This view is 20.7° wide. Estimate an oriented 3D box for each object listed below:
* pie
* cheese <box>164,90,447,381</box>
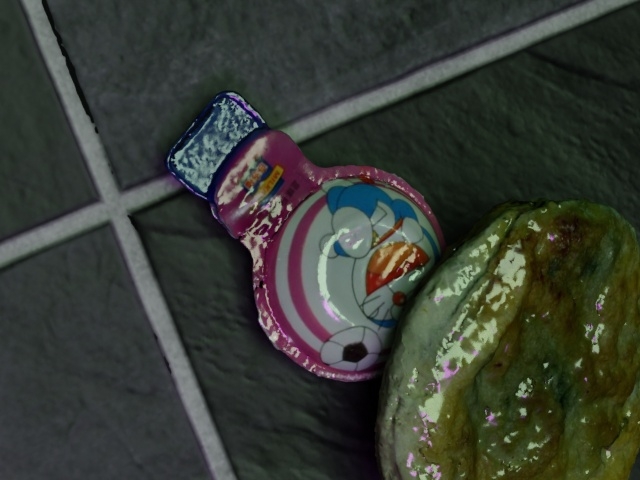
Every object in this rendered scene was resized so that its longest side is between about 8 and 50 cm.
[{"bbox_3d":[0.155,0.104,1.240,0.277,0.078,0.277,-10,108,-32],"label":"pie"},{"bbox_3d":[0.000,0.000,1.216,0.244,0.062,0.155,44,72,-16],"label":"cheese"}]
